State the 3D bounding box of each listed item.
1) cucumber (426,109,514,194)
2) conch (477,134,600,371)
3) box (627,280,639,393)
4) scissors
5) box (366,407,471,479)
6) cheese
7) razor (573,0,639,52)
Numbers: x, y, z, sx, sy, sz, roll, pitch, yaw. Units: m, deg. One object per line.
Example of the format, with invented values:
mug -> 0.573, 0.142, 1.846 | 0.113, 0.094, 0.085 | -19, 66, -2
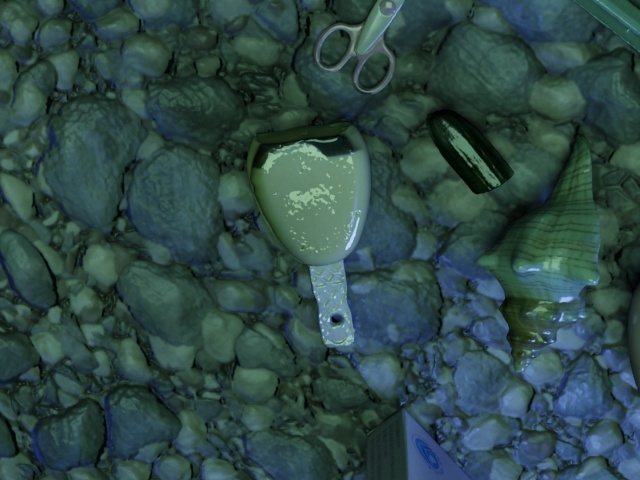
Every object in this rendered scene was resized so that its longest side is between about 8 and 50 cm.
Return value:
cucumber -> 0.148, -0.096, 1.476 | 0.048, 0.048, 0.105 | -38, 102, 16
conch -> 0.227, 0.024, 1.474 | 0.114, 0.137, 0.233 | -2, 120, -15
box -> 0.400, 0.108, 1.521 | 0.146, 0.088, 0.200 | -8, 124, 8
scissors -> 0.065, -0.230, 1.434 | 0.085, 0.022, 0.176 | 30, 114, -7
box -> 0.130, 0.340, 1.496 | 0.065, 0.343, 0.200 | -38, 107, 16
cheese -> 0.000, 0.000, 1.516 | 0.127, 0.054, 0.251 | -7, 113, 4
razor -> 0.332, -0.192, 1.430 | 0.278, 0.056, 0.111 | 42, 148, -8
